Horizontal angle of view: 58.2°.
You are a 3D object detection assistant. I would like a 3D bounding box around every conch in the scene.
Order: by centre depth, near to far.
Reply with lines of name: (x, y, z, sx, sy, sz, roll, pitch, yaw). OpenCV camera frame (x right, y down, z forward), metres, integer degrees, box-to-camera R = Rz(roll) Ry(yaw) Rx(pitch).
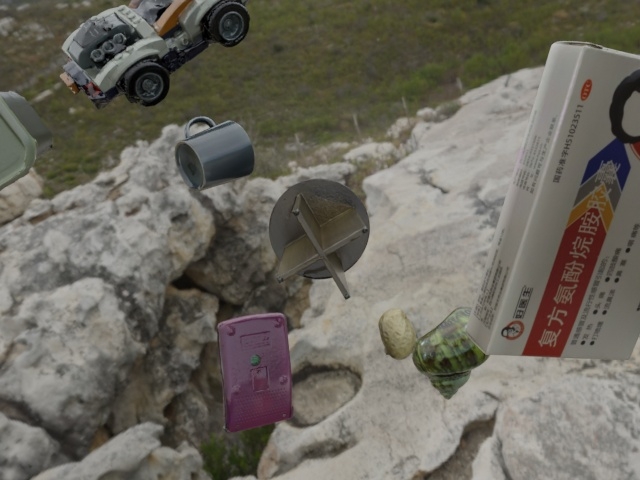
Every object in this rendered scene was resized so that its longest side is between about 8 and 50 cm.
conch: (0.294, 0.250, 1.256, 0.187, 0.181, 0.124, -2, 37, 3)

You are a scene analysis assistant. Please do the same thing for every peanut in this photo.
peanut: (0.241, 0.290, 1.797, 0.109, 0.159, 0.140, -13, -5, 4)

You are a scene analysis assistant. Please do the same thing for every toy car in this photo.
toy car: (-0.249, -0.313, 0.860, 0.301, 0.118, 0.193, -38, 54, -12)

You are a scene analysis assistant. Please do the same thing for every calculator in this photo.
calculator: (-0.108, 0.220, 0.969, 0.126, 0.191, 0.034, -6, 5, -24)

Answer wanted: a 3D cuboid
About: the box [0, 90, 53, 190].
box: (-0.520, -0.104, 0.811, 0.274, 0.138, 0.178, -31, 20, -1)

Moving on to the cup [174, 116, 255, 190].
cup: (-0.146, -0.117, 0.751, 0.077, 0.100, 0.078, -28, -15, -36)

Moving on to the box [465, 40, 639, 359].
box: (0.318, -0.028, 0.667, 0.214, 0.353, 0.069, 5, 18, -17)

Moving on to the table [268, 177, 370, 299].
table: (0.000, 0.000, 0.835, 0.167, 0.167, 0.227, -20, 9, 2)
